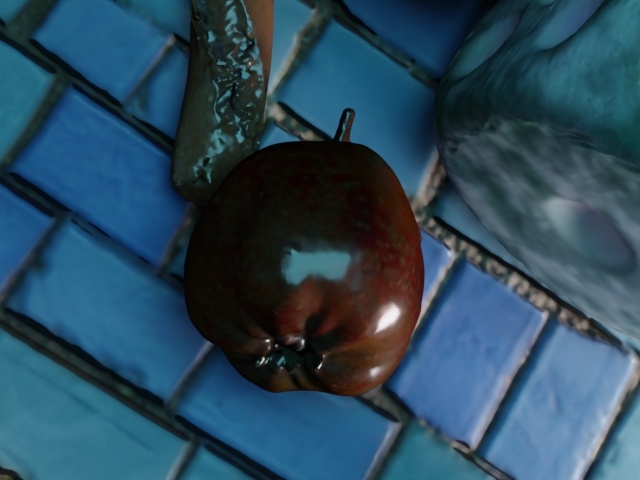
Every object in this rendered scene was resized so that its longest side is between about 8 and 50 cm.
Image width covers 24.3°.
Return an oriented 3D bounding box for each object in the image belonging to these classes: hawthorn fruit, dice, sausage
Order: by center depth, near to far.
[{"bbox_3d":[0.000,0.000,1.239,0.208,0.208,0.248,25,59,-13],"label":"hawthorn fruit"},{"bbox_3d":[0.329,-0.123,1.282,0.328,0.330,0.348,44,71,-15],"label":"dice"},{"bbox_3d":[-0.085,-0.191,1.303,0.087,0.079,0.326,1,81,8],"label":"sausage"}]
